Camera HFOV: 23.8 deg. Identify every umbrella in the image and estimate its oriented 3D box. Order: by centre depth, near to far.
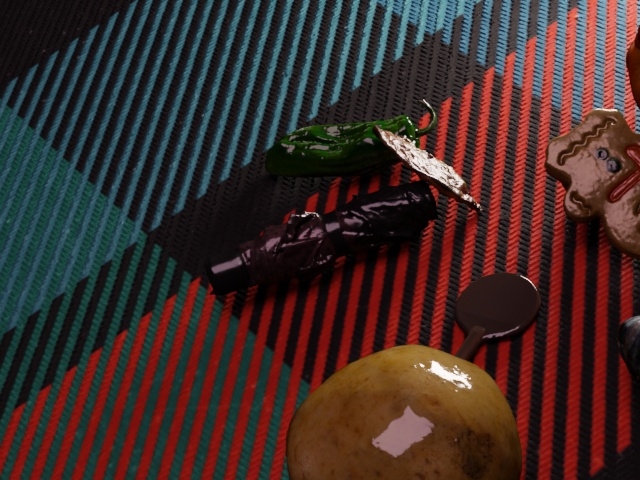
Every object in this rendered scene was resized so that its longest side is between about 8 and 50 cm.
[{"bbox_3d":[0.000,0.000,2.020,0.326,0.094,0.090,-19,87,0],"label":"umbrella"}]

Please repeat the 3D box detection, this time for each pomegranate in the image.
[{"bbox_3d":[0.088,0.235,1.636,0.260,0.260,0.260,-11,43,11],"label":"pomegranate"}]

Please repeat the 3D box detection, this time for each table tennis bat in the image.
[{"bbox_3d":[0.194,0.065,1.852,0.107,0.119,0.170,14,51,33],"label":"table tennis bat"}]

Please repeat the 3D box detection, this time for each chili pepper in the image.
[{"bbox_3d":[0.039,-0.132,2.146,0.257,0.074,0.100,-5,36,16],"label":"chili pepper"}]

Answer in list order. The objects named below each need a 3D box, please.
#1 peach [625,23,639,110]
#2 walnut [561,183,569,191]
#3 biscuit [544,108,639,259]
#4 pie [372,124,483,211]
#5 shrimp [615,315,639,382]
[{"bbox_3d":[0.519,-0.227,1.966,0.243,0.200,0.243,3,12,-1],"label":"peach"},{"bbox_3d":[0.351,-0.083,1.970,0.079,0.082,0.096,6,49,-14],"label":"walnut"},{"bbox_3d":[0.388,-0.064,1.901,0.166,0.036,0.225,-34,72,-10],"label":"biscuit"},{"bbox_3d":[0.136,-0.101,2.023,0.191,0.088,0.033,38,107,16],"label":"pie"},{"bbox_3d":[0.462,0.168,1.620,0.172,0.137,0.372,-48,45,-4],"label":"shrimp"}]
